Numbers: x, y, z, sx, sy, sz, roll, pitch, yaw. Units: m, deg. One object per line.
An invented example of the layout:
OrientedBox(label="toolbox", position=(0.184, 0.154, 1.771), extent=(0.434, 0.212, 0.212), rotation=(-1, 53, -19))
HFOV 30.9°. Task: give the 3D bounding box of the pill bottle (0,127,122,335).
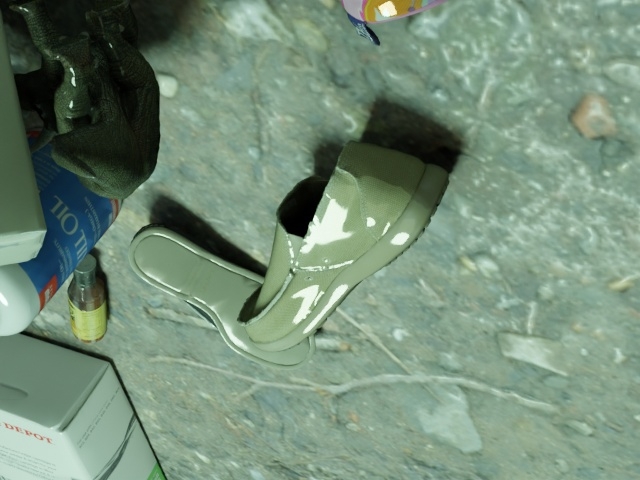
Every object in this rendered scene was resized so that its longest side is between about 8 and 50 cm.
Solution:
OrientedBox(label="pill bottle", position=(-0.290, 0.009, 1.061), extent=(0.124, 0.221, 0.124), rotation=(20, 143, 16))

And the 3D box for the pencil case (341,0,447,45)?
OrientedBox(label="pencil case", position=(0.006, -0.254, 0.625), extent=(0.124, 0.124, 0.284), rotation=(-2, 133, 38))

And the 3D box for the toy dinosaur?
OrientedBox(label="toy dinosaur", position=(-0.163, -0.102, 0.875), extent=(0.313, 0.121, 0.160), rotation=(46, 155, 53))

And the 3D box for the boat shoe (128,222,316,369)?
OrientedBox(label="boat shoe", position=(-0.091, 0.049, 1.116), extent=(0.206, 0.075, 0.065), rotation=(35, -173, -12))

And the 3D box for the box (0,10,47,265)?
OrientedBox(label="box", position=(-0.304, -0.094, 0.911), extent=(0.148, 0.127, 0.232), rotation=(151, 107, -71))

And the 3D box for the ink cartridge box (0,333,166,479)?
OrientedBox(label="ink cartridge box", position=(-0.333, 0.251, 1.463), extent=(0.198, 0.114, 0.272), rotation=(13, 140, 24))

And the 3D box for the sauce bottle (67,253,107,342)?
OrientedBox(label="sauce bottle", position=(-0.252, 0.061, 1.248), extent=(0.042, 0.042, 0.128), rotation=(24, 141, 12))

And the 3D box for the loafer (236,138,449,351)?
OrientedBox(label="loafer", position=(0.000, 0.000, 0.948), extent=(0.092, 0.102, 0.268), rotation=(39, 134, -7))
